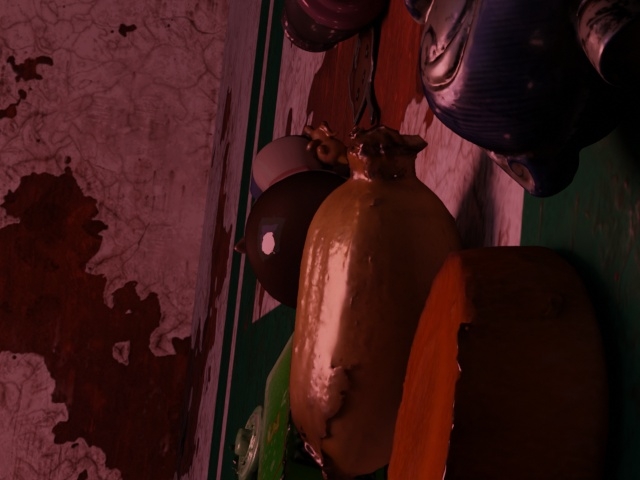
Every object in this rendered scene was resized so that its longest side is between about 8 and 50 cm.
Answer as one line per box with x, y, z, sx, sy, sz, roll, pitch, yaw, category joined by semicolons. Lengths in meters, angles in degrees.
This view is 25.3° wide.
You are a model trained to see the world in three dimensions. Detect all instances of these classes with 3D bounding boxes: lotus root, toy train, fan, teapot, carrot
0.050;0.057;1.183;0.146;0.130;0.303;16;100;56;lotus root
-0.012;0.221;1.391;0.188;0.132;0.243;118;163;-44;toy train
0.053;-0.190;1.684;0.220;0.009;0.132;-98;16;-59;fan
0.009;-0.296;1.682;0.146;0.116;0.148;135;145;-65;teapot
0.099;0.125;0.963;0.307;0.100;0.258;-135;56;-79;carrot

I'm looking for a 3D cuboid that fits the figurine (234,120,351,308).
-0.005;-0.007;1.515;0.158;0.161;0.275;58;-169;-25;figurine

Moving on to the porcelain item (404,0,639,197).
0.158;-0.152;0.810;0.186;0.138;0.288;65;145;40;porcelain item
